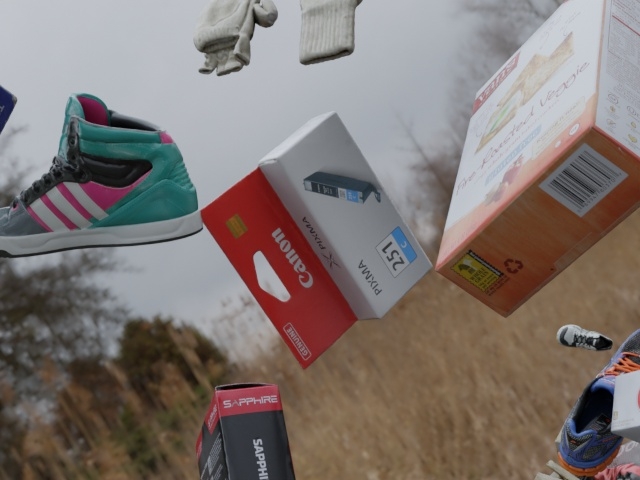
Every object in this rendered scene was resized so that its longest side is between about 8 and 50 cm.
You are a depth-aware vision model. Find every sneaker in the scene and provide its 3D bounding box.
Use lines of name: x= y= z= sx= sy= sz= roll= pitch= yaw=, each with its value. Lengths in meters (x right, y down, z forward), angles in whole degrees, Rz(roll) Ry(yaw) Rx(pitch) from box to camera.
sneaker: x=0.514 y=0.380 z=1.971 sx=0.135 sy=0.097 sz=0.276 roll=-36 pitch=3 yaw=-17
sneaker: x=-0.292 y=-0.080 z=1.384 sx=0.296 sy=0.178 sz=0.124 roll=-6 pitch=11 yaw=3
sneaker: x=0.362 y=0.134 z=1.631 sx=0.083 sy=0.032 sz=0.037 roll=8 pitch=1 yaw=-26
sneaker: x=0.373 y=0.192 z=1.491 sx=0.221 sy=0.083 sz=0.087 roll=-53 pitch=-32 yaw=-23

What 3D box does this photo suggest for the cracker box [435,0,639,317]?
cracker box: x=0.165 y=-0.077 z=0.835 sx=0.155 sy=0.067 sz=0.232 roll=-47 pitch=14 yaw=38

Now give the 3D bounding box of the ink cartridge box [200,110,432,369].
ink cartridge box: x=0.000 y=0.000 z=1.787 sx=0.261 sy=0.296 sz=0.066 roll=-42 pitch=16 yaw=-30

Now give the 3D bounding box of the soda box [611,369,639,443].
soda box: x=0.422 y=0.176 z=1.339 sx=0.216 sy=0.069 sz=0.074 roll=-31 pitch=41 yaw=58

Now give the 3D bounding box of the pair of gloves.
pair of gloves: x=-0.052 y=-0.304 z=1.498 sx=0.240 sy=0.204 sz=0.042 roll=-3 pitch=-29 yaw=30

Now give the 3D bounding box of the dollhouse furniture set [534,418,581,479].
dollhouse furniture set: x=0.364 y=0.363 z=1.621 sx=0.101 sy=0.182 sz=0.161 roll=13 pitch=51 yaw=33

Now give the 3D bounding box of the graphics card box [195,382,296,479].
graphics card box: x=-0.084 y=0.399 z=1.558 sx=0.094 sy=0.371 sz=0.233 roll=-3 pitch=-29 yaw=-16

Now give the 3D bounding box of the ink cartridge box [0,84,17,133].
ink cartridge box: x=-0.597 y=-0.157 z=1.555 sx=0.324 sy=0.330 sz=0.071 roll=-54 pitch=-2 yaw=32
